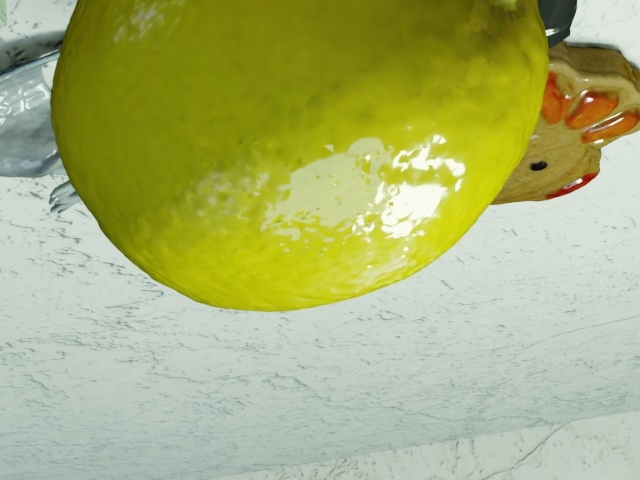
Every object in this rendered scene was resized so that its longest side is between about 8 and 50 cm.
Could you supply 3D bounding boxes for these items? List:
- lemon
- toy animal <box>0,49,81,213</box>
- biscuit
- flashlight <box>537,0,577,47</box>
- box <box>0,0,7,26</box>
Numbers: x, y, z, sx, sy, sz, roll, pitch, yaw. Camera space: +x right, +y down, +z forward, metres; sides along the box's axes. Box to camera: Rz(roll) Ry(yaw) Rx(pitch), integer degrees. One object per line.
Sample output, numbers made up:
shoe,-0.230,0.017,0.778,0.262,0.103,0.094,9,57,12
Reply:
lemon,0.002,-0.125,0.867,0.364,0.364,0.364,-7,158,-3
toy animal,-0.291,-0.111,1.166,0.255,0.176,0.239,-37,171,-21
biscuit,0.193,-0.116,1.334,0.381,0.074,0.359,18,149,-41
flashlight,0.202,-0.239,0.997,0.093,0.093,0.232,-8,161,1
box,-0.244,-0.241,0.660,0.086,0.225,0.129,-10,158,6
